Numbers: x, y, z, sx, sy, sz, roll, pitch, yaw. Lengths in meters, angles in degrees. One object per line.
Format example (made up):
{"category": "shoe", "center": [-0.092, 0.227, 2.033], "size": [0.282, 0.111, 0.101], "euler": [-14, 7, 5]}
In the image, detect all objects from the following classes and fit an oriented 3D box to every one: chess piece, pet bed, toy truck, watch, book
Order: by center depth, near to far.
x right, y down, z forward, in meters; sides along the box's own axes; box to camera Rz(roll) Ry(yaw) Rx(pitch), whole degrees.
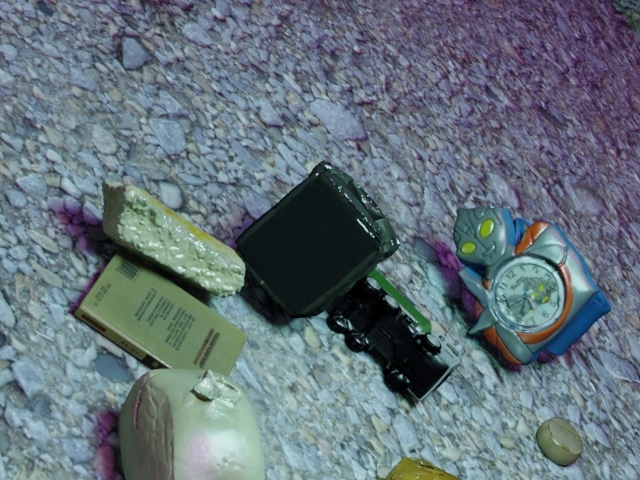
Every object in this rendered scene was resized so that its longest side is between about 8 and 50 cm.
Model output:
{"category": "book", "center": [-0.221, 0.120, 1.834], "size": [0.231, 0.026, 0.161], "euler": [36, 33, -6]}
{"category": "pet bed", "center": [0.000, 0.000, 2.007], "size": [0.183, 0.211, 0.159], "euler": [48, 14, 1]}
{"category": "toy truck", "center": [0.117, 0.140, 2.089], "size": [0.242, 0.101, 0.125], "euler": [45, 21, 13]}
{"category": "chess piece", "center": [0.405, 0.340, 2.192], "size": [0.083, 0.038, 0.084], "euler": [28, 35, -22]}
{"category": "watch", "center": [0.365, 0.064, 2.352], "size": [0.305, 0.241, 0.274], "euler": [50, 17, 17]}

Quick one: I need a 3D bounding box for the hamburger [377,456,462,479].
{"category": "hamburger", "center": [0.157, 0.409, 1.798], "size": [0.213, 0.108, 0.214], "euler": [28, 29, -17]}

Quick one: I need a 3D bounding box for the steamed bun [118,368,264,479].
{"category": "steamed bun", "center": [-0.150, 0.260, 1.616], "size": [0.170, 0.153, 0.239], "euler": [13, 39, -34]}

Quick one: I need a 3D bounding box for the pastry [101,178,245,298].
{"category": "pastry", "center": [-0.218, -0.001, 1.889], "size": [0.258, 0.089, 0.121], "euler": [31, -9, -33]}
